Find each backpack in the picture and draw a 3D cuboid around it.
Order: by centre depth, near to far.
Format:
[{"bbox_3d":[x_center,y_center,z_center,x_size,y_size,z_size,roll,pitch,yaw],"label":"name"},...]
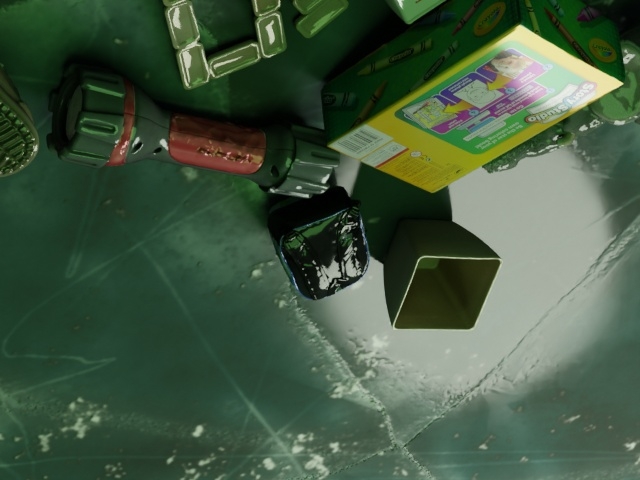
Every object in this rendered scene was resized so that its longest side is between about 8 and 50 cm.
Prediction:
[{"bbox_3d":[0.000,0.000,1.989,0.105,0.084,0.114,-23,129,-5],"label":"backpack"}]

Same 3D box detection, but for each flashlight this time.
[{"bbox_3d":[-0.125,-0.106,1.836,0.304,0.103,0.103,10,128,-28],"label":"flashlight"}]

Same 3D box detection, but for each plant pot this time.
[{"bbox_3d":[0.131,0.033,2.065,0.109,0.096,0.109,2,127,-24],"label":"plant pot"}]

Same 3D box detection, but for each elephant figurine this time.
[{"bbox_3d":[0.305,-0.172,1.927,0.239,0.186,0.169,3,167,-20],"label":"elephant figurine"}]

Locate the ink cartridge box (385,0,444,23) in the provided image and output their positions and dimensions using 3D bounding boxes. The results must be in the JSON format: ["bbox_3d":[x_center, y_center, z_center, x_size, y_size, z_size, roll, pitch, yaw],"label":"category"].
[{"bbox_3d":[0.097,-0.336,1.719,0.158,0.092,0.218,-33,144,1],"label":"ink cartridge box"}]

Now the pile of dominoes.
[{"bbox_3d":[-0.073,-0.282,1.769,0.196,0.040,0.251,-22,141,-11],"label":"pile of dominoes"}]

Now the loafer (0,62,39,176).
[{"bbox_3d":[-0.368,-0.176,1.686,0.102,0.092,0.268,-32,117,3],"label":"loafer"}]

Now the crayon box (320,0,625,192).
[{"bbox_3d":[0.155,-0.161,1.848,0.165,0.081,0.278,22,141,-38],"label":"crayon box"}]
